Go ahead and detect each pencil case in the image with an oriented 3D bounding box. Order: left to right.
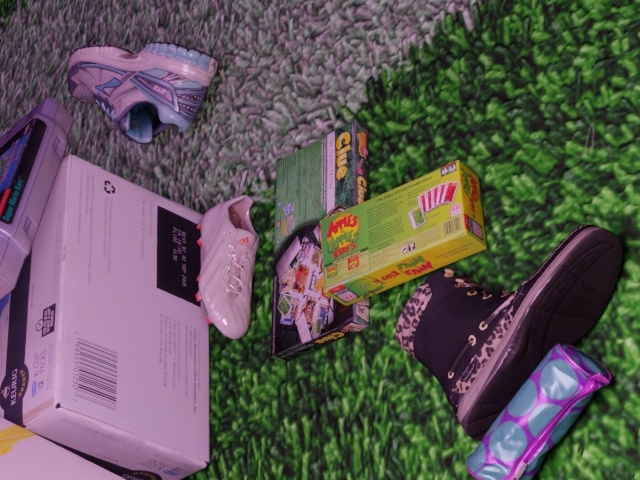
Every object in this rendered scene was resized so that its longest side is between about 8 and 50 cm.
[{"bbox_3d":[0.204,0.168,1.631,0.151,0.064,0.070,-55,25,12],"label":"pencil case"}]

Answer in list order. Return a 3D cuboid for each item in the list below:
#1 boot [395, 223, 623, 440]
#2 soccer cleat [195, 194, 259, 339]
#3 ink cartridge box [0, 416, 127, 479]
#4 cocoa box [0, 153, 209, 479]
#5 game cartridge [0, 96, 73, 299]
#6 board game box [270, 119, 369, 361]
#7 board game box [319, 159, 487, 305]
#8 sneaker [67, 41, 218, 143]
[{"bbox_3d":[0.176,0.057,1.712,0.236,0.085,0.178,-57,36,10],"label":"boot"},{"bbox_3d":[-0.106,0.027,2.076,0.076,0.068,0.196,-35,43,28],"label":"soccer cleat"},{"bbox_3d":[-0.351,0.355,1.884,0.385,0.160,0.279,23,116,19],"label":"ink cartridge box"},{"bbox_3d":[-0.287,0.121,2.095,0.228,0.231,0.347,-30,49,36],"label":"cocoa box"},{"bbox_3d":[-0.401,-0.009,2.019,0.230,0.068,0.355,-41,23,27],"label":"game cartridge"},{"bbox_3d":[0.000,0.000,1.997,0.136,0.030,0.259,-27,51,41],"label":"board game box"},{"bbox_3d":[0.086,-0.006,1.863,0.181,0.043,0.092,-23,52,29],"label":"board game box"},{"bbox_3d":[-0.259,-0.194,2.348,0.283,0.110,0.122,0,73,50],"label":"sneaker"}]
